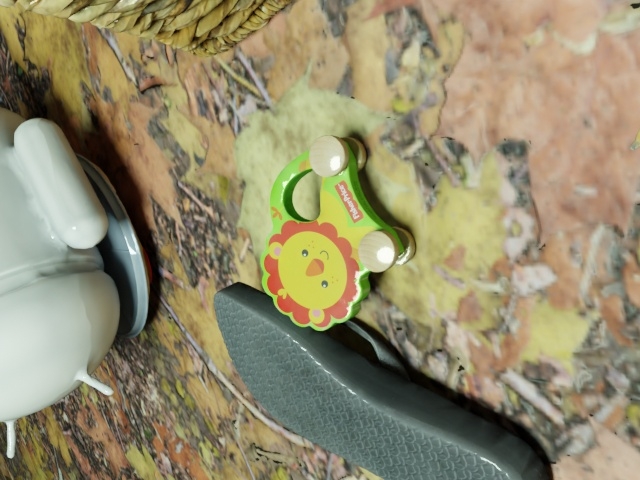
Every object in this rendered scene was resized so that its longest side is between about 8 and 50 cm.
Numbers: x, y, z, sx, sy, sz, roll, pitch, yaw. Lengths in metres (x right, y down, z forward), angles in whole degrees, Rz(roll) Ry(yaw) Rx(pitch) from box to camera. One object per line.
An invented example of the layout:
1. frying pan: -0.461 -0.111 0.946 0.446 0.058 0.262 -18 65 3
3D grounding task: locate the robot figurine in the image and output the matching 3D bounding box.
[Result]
1. robot figurine: -0.321 0.017 0.652 0.300 0.199 0.354 -36 79 26

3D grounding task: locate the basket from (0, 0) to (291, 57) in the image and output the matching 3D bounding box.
1. basket: -0.078 -0.278 0.363 0.213 0.223 0.299 -20 91 19

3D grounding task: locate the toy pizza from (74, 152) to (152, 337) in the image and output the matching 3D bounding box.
1. toy pizza: -0.226 0.005 0.725 0.201 0.032 0.201 25 126 40

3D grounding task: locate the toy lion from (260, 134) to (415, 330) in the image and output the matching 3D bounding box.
1. toy lion: 0.000 0.000 0.421 0.096 0.034 0.100 -31 82 27

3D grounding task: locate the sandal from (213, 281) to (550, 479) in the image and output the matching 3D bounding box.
1. sandal: 0.030 0.102 0.457 0.254 0.054 0.097 28 135 28

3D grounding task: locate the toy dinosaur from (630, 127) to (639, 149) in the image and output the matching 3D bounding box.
1. toy dinosaur: 0.169 -0.040 0.208 0.112 0.064 0.212 37 152 26
